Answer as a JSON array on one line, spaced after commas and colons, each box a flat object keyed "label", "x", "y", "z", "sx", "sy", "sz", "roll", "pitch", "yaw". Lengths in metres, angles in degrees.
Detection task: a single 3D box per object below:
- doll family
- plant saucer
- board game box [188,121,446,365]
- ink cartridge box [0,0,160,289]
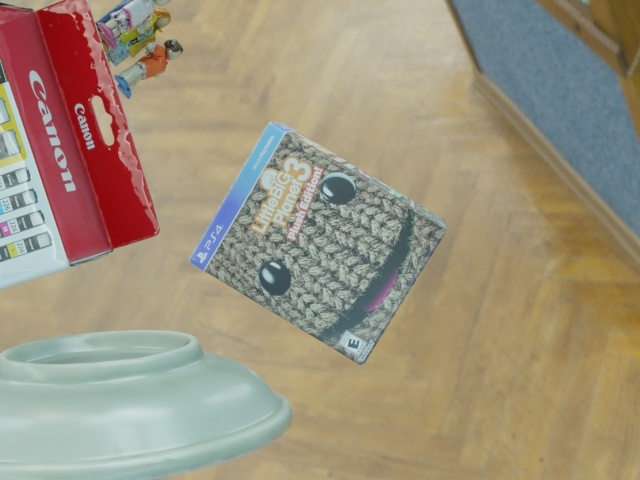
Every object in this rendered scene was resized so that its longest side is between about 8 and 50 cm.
[{"label": "doll family", "x": -0.319, "y": -0.379, "z": 1.972, "sx": 0.163, "sy": 0.263, "sz": 0.118, "roll": -41, "pitch": 74, "yaw": -16}, {"label": "plant saucer", "x": -0.231, "y": 0.160, "z": 1.212, "sx": 0.400, "sy": 0.400, "sz": 0.100, "roll": 0, "pitch": 96, "yaw": 30}, {"label": "board game box", "x": 0.000, "y": 0.000, "z": 1.649, "sx": 0.291, "sy": 0.141, "sz": 0.232, "roll": 30, "pitch": 97, "yaw": 2}, {"label": "ink cartridge box", "x": -0.365, "y": -0.105, "z": 1.310, "sx": 0.272, "sy": 0.309, "sz": 0.130, "roll": -18, "pitch": 3, "yaw": 14}]
